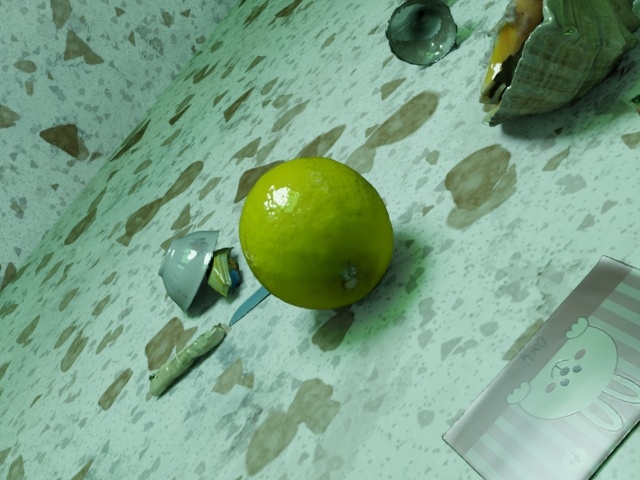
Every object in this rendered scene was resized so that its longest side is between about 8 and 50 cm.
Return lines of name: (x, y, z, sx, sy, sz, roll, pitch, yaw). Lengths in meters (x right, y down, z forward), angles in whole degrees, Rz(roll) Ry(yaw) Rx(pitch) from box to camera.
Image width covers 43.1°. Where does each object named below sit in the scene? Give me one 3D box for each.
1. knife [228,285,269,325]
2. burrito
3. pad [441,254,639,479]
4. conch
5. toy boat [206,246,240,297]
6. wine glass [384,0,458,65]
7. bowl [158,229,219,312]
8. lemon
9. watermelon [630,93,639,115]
knife: (-0.061, 0.053, 1.519, 0.313, 0.019, 0.044, -43, 29, 9)
burrito: (-0.253, 0.223, 1.524, 0.185, 0.041, 0.045, -40, -15, 11)
pad: (0.280, 0.152, 0.887, 0.300, 0.005, 0.202, -47, 26, -4)
conch: (0.368, -0.310, 1.224, 0.210, 0.352, 0.297, 16, 40, 11)
toy boat: (-0.195, 0.059, 1.651, 0.172, 0.066, 0.065, -106, 34, -64)
wine glass: (0.222, -0.494, 1.763, 0.156, 0.156, 0.232, -31, 25, 27)
bowl: (-0.285, 0.048, 1.688, 0.189, 0.086, 0.189, -60, 14, 26)
lemon: (0.000, 0.000, 1.258, 0.240, 0.240, 0.219, -42, 39, 6)
watermelon: (0.442, -0.145, 0.996, 0.094, 0.135, 0.125, 108, -177, -56)
